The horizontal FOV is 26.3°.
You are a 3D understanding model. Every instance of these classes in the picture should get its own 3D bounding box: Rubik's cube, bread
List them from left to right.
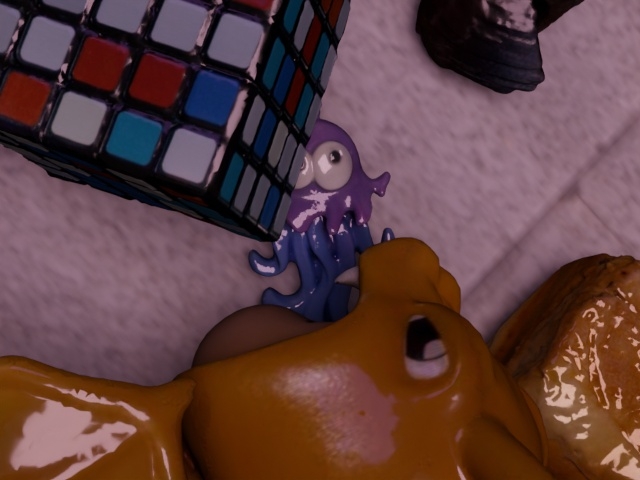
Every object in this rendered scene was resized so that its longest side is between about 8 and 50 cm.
[{"bbox_3d":[-0.098,-0.119,0.854,0.184,0.182,0.187,17,84,11],"label":"Rubik's cube"},{"bbox_3d":[0.249,0.153,0.988,0.294,0.132,0.167,42,80,-9],"label":"bread"}]

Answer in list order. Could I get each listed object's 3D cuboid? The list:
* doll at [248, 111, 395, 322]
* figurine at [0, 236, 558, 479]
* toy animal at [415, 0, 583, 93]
[{"bbox_3d":[0.000,0.000,0.965,0.110,0.067,0.205,-9,103,-6],"label":"doll"},{"bbox_3d":[-0.025,0.212,0.848,0.387,0.268,0.401,-31,83,5],"label":"figurine"},{"bbox_3d":[0.114,-0.218,0.964,0.180,0.116,0.218,8,94,-14],"label":"toy animal"}]
